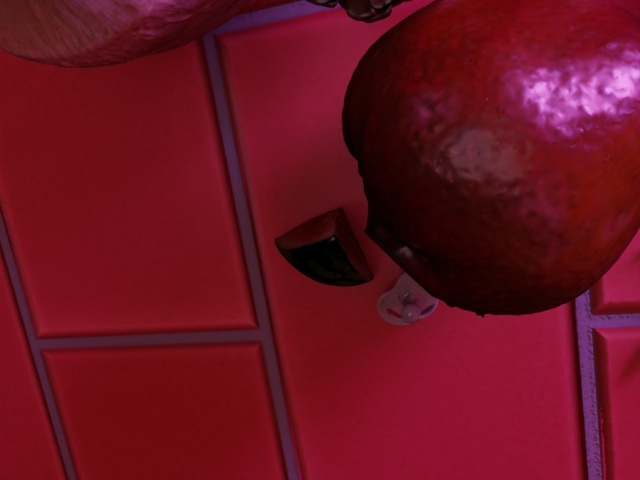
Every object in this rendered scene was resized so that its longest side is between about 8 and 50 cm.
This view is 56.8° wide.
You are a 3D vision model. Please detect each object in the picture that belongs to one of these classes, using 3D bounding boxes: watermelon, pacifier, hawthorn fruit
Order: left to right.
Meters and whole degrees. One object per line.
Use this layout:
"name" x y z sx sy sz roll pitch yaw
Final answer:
"watermelon" 0.000 0.000 0.719 0.135 0.125 0.094 14 79 32
"pacifier" 0.109 0.078 0.703 0.068 0.064 0.083 37 113 -14
"hawthorn fruit" 0.159 -0.095 0.532 0.295 0.295 0.311 32 87 7

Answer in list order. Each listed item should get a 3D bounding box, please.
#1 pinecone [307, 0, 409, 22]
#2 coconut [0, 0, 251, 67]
"pinecone" 0.044 -0.274 0.488 0.207 0.208 0.208 4 106 16
"coconut" -0.219 -0.335 0.531 0.346 0.360 0.347 4 107 14
